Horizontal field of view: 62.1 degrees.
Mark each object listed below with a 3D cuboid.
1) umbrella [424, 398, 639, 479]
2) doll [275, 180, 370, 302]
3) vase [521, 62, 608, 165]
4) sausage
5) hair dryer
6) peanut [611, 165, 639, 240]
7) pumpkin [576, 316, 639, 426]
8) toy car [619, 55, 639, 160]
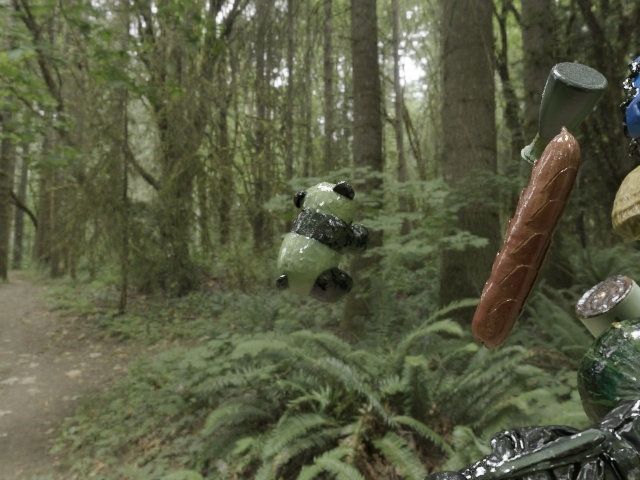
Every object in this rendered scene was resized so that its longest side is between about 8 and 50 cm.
[{"bbox_3d":[0.262,0.194,0.456,0.358,0.113,0.106,-6,-39,-12],"label":"umbrella"},{"bbox_3d":[0.001,0.002,0.993,0.144,0.234,0.135,16,-14,34],"label":"doll"},{"bbox_3d":[0.775,-0.395,1.728,0.173,0.173,0.321,1,-44,-7],"label":"vase"},{"bbox_3d":[0.377,0.004,0.971,0.088,0.433,0.088,17,10,-3],"label":"sausage"},{"bbox_3d":[0.705,0.110,1.013,0.362,0.203,0.128,-40,2,21],"label":"hair dryer"},{"bbox_3d":[0.693,-0.096,1.063,0.110,0.196,0.233,32,-19,0],"label":"peanut"},{"bbox_3d":[0.434,0.194,0.682,0.190,0.190,0.146,-2,-15,34],"label":"pumpkin"},{"bbox_3d":[0.362,-0.093,0.477,0.216,0.103,0.063,26,-22,-13],"label":"toy car"}]
